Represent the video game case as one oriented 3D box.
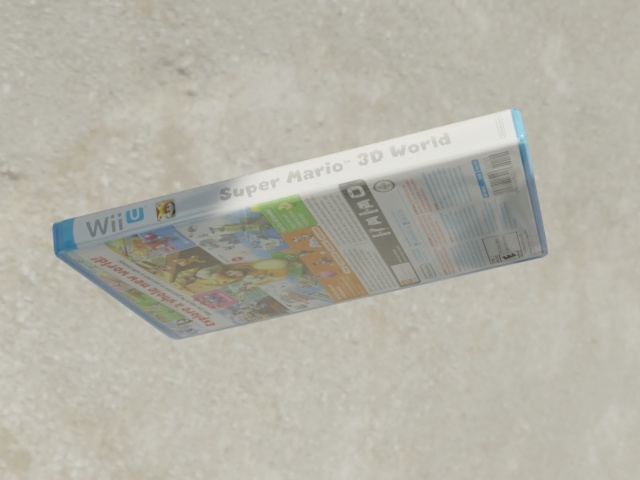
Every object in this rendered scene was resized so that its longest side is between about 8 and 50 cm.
[{"bbox_3d":[0.000,0.000,0.446,0.119,0.166,0.015,54,25,-66],"label":"video game case"}]
